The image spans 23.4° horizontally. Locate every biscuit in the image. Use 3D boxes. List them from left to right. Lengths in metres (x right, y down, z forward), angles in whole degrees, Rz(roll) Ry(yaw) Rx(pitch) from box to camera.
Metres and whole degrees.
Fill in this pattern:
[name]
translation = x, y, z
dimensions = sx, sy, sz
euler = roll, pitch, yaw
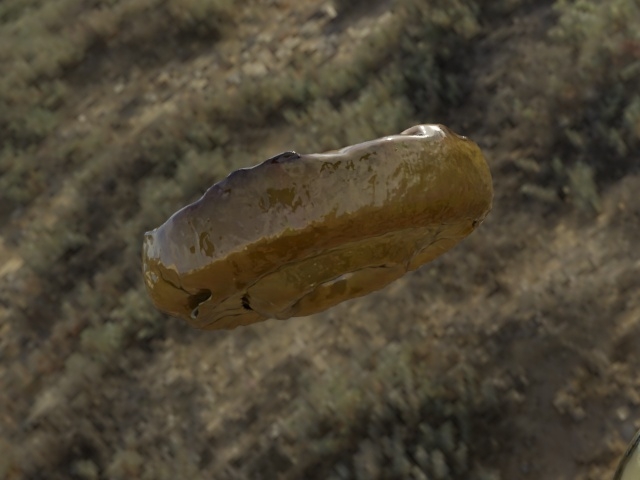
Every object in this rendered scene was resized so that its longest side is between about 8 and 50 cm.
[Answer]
[biscuit]
translation = 0.000, 0.000, 1.264
dimensions = 0.296, 0.102, 0.296
euler = -17, -10, -3

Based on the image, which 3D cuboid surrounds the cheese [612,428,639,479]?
[cheese]
translation = 0.296, 0.157, 1.266
dimensions = 0.127, 0.251, 0.054
euler = -37, 63, -10
